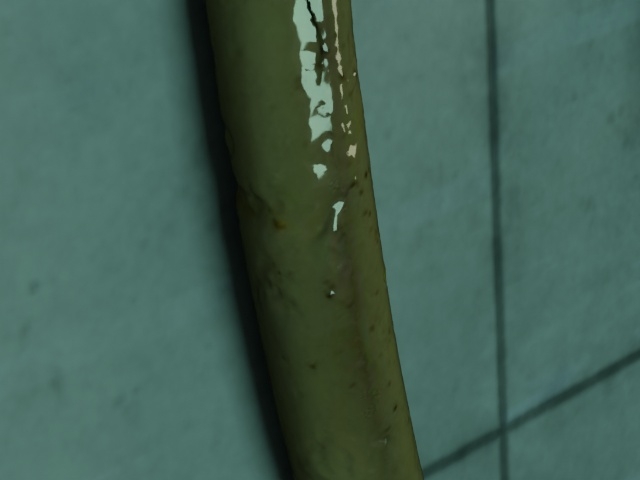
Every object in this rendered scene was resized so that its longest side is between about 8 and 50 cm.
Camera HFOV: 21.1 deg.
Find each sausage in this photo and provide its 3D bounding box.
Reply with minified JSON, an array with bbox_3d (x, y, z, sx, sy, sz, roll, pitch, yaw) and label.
[{"bbox_3d":[-0.001,0.001,0.723,0.066,0.066,0.301,-30,121,-35],"label":"sausage"}]
